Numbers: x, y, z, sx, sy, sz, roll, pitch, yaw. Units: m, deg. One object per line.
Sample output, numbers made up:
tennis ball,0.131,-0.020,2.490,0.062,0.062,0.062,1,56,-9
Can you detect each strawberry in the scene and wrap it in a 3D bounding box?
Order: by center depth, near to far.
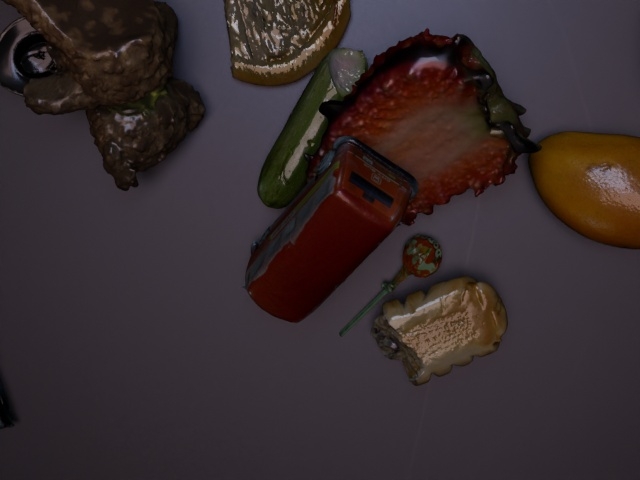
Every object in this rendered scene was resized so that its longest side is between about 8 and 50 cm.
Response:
strawberry,0.104,-0.145,1.637,0.306,0.137,0.233,-24,124,27

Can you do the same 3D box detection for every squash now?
squash,-0.010,-0.147,1.677,0.069,0.069,0.238,30,97,0

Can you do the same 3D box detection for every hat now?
hat,-0.374,-0.240,1.694,0.121,0.050,0.121,0,92,-10

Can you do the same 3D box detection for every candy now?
candy,0.090,0.065,1.714,0.185,0.049,0.055,-44,62,12

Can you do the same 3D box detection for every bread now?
bread,0.157,0.116,1.688,0.177,0.084,0.119,-21,96,4

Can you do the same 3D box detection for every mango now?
mango,0.369,-0.070,1.650,0.219,0.112,0.144,21,97,12

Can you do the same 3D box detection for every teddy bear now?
teddy bear,-0.285,-0.244,1.635,0.296,0.222,0.246,40,56,10

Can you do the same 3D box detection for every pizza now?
pizza,-0.058,-0.336,1.677,0.181,0.034,0.262,-16,95,5

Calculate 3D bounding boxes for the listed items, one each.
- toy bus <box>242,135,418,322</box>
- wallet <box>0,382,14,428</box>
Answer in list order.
toy bus,0.000,0.000,1.615,0.121,0.119,0.265,33,130,-13
wallet,-0.627,0.223,1.760,0.379,0.046,0.190,-18,96,4
